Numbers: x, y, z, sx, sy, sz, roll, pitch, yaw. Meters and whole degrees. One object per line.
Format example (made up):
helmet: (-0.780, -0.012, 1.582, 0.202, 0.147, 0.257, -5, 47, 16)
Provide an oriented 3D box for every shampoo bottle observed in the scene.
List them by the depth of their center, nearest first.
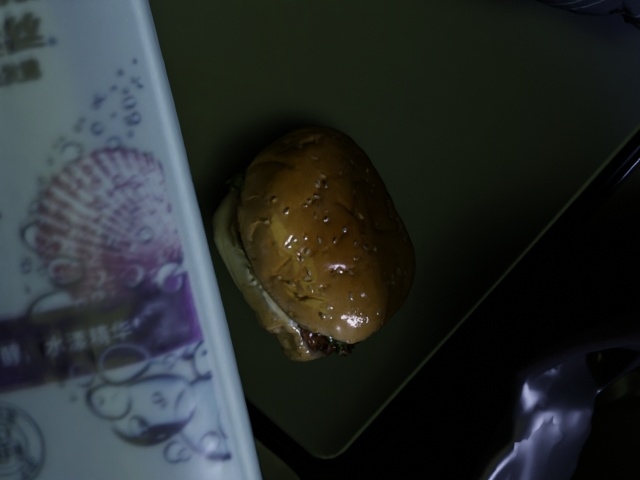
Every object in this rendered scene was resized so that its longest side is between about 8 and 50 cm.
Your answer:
shampoo bottle: (-0.115, -0.026, 0.531, 0.134, 0.078, 0.359, -14, 103, -3)

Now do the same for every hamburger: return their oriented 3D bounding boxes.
hamburger: (0.000, 0.000, 0.565, 0.083, 0.044, 0.076, 55, 43, -12)

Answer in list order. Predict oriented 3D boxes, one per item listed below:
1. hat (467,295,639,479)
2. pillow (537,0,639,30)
hat: (0.160, 0.129, 0.588, 0.238, 0.209, 0.336, 45, 109, 5)
pillow: (0.074, -0.215, 0.523, 0.161, 0.092, 0.335, -30, 105, -8)
